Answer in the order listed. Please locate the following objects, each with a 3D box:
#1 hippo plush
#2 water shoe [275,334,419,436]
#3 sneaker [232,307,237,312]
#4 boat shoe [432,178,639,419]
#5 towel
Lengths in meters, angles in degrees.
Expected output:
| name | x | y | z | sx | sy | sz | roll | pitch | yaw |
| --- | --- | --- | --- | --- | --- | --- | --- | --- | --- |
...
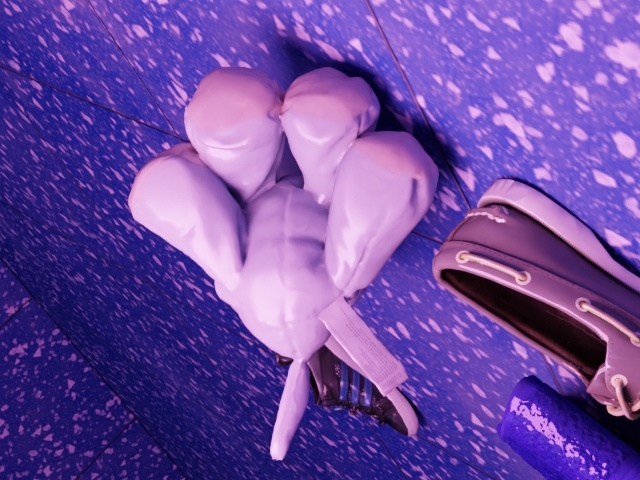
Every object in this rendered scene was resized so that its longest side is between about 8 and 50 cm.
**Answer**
| name | x | y | z | sx | sy | sz | roll | pitch | yaw |
| --- | --- | --- | --- | --- | --- | --- | --- | --- | --- |
| hippo plush | 0.006 | -0.016 | 1.140 | 0.294 | 0.234 | 0.236 | 58 | -167 | 4 |
| water shoe | 0.030 | 0.187 | 1.644 | 0.203 | 0.080 | 0.073 | 42 | 162 | 6 |
| sneaker | -0.042 | 0.055 | 1.479 | 0.115 | 0.090 | 0.232 | 39 | 163 | 28 |
| boat shoe | 0.221 | 0.078 | 0.977 | 0.305 | 0.091 | 0.109 | 38 | 161 | 17 |
| towel | 0.289 | 0.243 | 1.137 | 0.308 | 0.076 | 0.228 | 37 | 180 | 22 |
